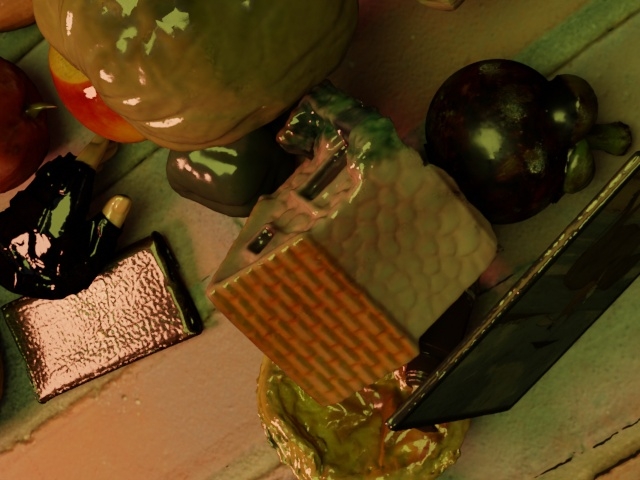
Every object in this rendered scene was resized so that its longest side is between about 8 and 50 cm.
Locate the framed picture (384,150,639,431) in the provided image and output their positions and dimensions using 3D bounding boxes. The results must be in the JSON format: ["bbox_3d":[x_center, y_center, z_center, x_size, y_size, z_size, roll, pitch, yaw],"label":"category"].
[{"bbox_3d":[0.232,0.054,1.314,0.347,0.265,0.016,-49,66,20],"label":"framed picture"}]

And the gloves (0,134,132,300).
[{"bbox_3d":[-0.296,-0.035,1.599,0.164,0.124,0.203,24,105,24],"label":"gloves"}]

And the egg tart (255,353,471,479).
[{"bbox_3d":[0.047,0.165,1.478,0.241,0.106,0.241,-1,80,8],"label":"egg tart"}]

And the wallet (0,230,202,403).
[{"bbox_3d":[-0.263,0.094,1.653,0.243,0.039,0.133,-25,90,22],"label":"wallet"}]

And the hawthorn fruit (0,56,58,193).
[{"bbox_3d":[-0.391,-0.138,1.602,0.200,0.179,0.179,-18,90,22],"label":"hawthorn fruit"}]

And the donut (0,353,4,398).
[{"bbox_3d":[-0.514,0.153,1.728,0.277,0.108,0.278,3,99,23],"label":"donut"}]

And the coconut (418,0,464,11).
[{"bbox_3d":[0.123,-0.372,1.319,0.233,0.233,0.245,45,112,12],"label":"coconut"}]

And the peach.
[{"bbox_3d":[-0.205,-0.209,1.499,0.190,0.190,0.192,-25,104,24],"label":"peach"}]

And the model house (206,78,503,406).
[{"bbox_3d":[0.000,0.000,1.354,0.237,0.202,0.237,-47,34,-3],"label":"model house"}]

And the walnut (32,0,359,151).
[{"bbox_3d":[-0.118,-0.230,1.294,0.277,0.282,0.253,-44,118,-13],"label":"walnut"}]

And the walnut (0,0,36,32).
[{"bbox_3d":[-0.376,-0.306,1.594,0.245,0.137,0.137,-9,94,18],"label":"walnut"}]

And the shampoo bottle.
[{"bbox_3d":[0.121,0.076,1.408,0.068,0.067,0.236,25,66,-13],"label":"shampoo bottle"}]

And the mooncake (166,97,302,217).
[{"bbox_3d":[-0.084,-0.107,1.478,0.104,0.175,0.168,19,141,22],"label":"mooncake"}]

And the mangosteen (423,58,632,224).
[{"bbox_3d":[0.192,-0.106,1.365,0.184,0.172,0.172,-29,85,23],"label":"mangosteen"}]
